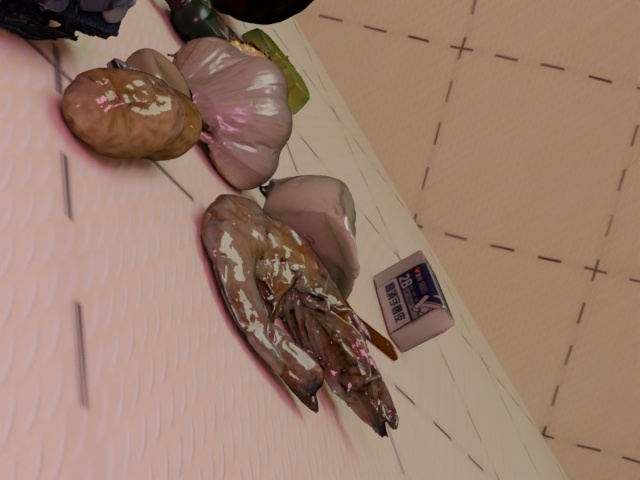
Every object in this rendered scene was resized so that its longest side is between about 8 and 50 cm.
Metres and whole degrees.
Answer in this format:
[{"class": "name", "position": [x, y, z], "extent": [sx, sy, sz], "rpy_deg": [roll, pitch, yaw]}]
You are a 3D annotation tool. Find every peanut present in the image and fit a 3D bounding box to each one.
[{"class": "peanut", "position": [-0.182, -0.122, 0.837], "extent": [0.099, 0.100, 0.214], "rpy_deg": [61, 6, 6]}]

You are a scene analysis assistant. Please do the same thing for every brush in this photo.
[{"class": "brush", "position": [0.075, 0.150, 1.408], "extent": [0.314, 0.017, 0.090], "rpy_deg": [43, 23, -56]}]

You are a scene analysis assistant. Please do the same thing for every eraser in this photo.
[{"class": "eraser", "position": [0.187, 0.119, 1.680], "extent": [0.068, 0.125, 0.210], "rpy_deg": [52, 13, -29]}]

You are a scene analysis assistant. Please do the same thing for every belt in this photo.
[{"class": "belt", "position": [-0.253, -0.249, 0.776], "extent": [0.122, 0.128, 0.218], "rpy_deg": [23, 8, 6]}]

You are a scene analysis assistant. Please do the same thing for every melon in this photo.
[{"class": "melon", "position": [-0.103, -0.406, 1.930], "extent": [0.209, 0.064, 0.118], "rpy_deg": [48, 21, -36]}]

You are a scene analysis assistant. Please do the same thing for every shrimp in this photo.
[{"class": "shrimp", "position": [-0.024, 0.100, 0.981], "extent": [0.360, 0.085, 0.247], "rpy_deg": [55, 21, -6]}]

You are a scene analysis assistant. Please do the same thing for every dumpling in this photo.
[{"class": "dumpling", "position": [0.000, 0.000, 1.153], "extent": [0.252, 0.132, 0.179], "rpy_deg": [19, -52, 58]}]

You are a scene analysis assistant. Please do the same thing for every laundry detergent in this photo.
[{"class": "laundry detergent", "position": [-0.195, -0.355, 1.378], "extent": [0.221, 0.078, 0.144], "rpy_deg": [47, 15, -39]}]

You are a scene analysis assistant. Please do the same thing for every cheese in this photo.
[{"class": "cheese", "position": [-0.202, -0.181, 0.980], "extent": [0.092, 0.048, 0.171], "rpy_deg": [54, 12, -13]}]

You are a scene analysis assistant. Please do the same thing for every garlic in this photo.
[{"class": "garlic", "position": [-0.112, -0.190, 1.161], "extent": [0.178, 0.143, 0.229], "rpy_deg": [4, 65, -78]}]

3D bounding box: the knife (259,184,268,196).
[{"class": "knife", "position": [-0.064, -0.063, 1.339], "extent": [0.121, 0.018, 0.031], "rpy_deg": [41, 28, -55]}]

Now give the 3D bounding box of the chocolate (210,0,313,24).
[{"class": "chocolate", "position": [-0.134, -0.626, 1.699], "extent": [0.384, 0.384, 0.331], "rpy_deg": [0, 69, -77]}]

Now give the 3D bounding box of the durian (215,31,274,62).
[{"class": "durian", "position": [-0.122, -0.216, 1.314], "extent": [0.140, 0.078, 0.224], "rpy_deg": [-10, 77, -32]}]
